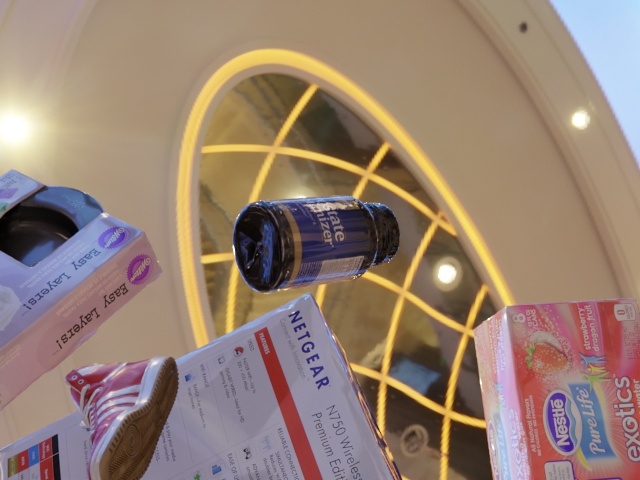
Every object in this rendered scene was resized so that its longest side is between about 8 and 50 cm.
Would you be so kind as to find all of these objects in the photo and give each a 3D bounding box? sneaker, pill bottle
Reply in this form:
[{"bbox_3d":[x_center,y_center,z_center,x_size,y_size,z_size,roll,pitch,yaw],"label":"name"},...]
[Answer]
[{"bbox_3d":[-0.136,0.113,0.482,0.067,0.118,0.042,-4,-68,9],"label":"sneaker"},{"bbox_3d":[0.000,0.000,1.062,0.219,0.123,0.123,-7,-81,-39],"label":"pill bottle"}]

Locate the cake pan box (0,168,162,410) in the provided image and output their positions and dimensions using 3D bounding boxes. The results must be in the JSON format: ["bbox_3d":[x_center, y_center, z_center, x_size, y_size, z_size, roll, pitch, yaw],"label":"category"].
[{"bbox_3d":[-0.337,0.046,0.805,0.267,0.246,0.070,-43,-38,-31],"label":"cake pan box"}]

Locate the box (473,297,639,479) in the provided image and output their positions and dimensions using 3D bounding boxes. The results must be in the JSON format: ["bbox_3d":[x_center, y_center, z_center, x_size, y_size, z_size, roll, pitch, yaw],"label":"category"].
[{"bbox_3d":[0.273,0.226,0.848,0.154,0.142,0.300,-3,-107,-6],"label":"box"}]

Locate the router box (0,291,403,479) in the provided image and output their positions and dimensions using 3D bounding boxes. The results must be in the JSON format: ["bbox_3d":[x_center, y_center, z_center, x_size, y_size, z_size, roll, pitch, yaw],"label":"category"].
[{"bbox_3d":[-0.077,0.237,0.556,0.301,0.335,0.082,-27,-46,1],"label":"router box"}]
